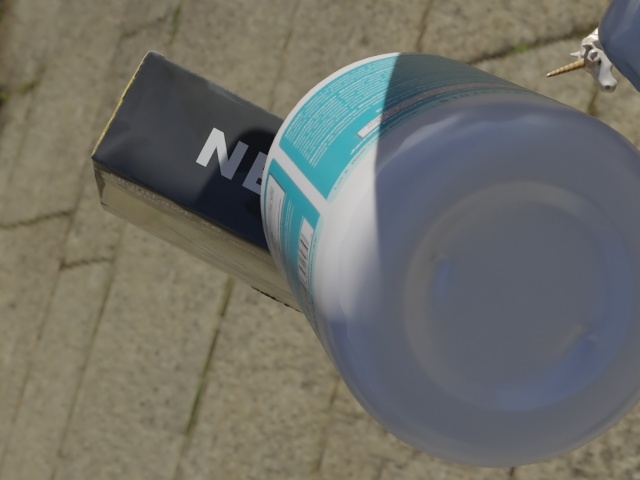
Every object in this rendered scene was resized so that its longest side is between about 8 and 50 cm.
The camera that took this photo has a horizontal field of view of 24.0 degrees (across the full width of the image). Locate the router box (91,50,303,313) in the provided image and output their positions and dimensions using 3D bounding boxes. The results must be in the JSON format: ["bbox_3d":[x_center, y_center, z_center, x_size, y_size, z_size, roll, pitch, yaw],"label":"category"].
[{"bbox_3d":[0.000,0.000,1.025,0.081,0.308,0.243,-63,3,-9],"label":"router box"}]

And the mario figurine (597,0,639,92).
[{"bbox_3d":[0.225,-0.124,0.629,0.198,0.170,0.321,-6,67,22],"label":"mario figurine"}]

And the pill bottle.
[{"bbox_3d":[0.052,-0.008,0.684,0.264,0.146,0.146,-125,58,-74],"label":"pill bottle"}]

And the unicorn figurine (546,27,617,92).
[{"bbox_3d":[0.256,-0.124,1.062,0.162,0.111,0.060,-34,13,16],"label":"unicorn figurine"}]
